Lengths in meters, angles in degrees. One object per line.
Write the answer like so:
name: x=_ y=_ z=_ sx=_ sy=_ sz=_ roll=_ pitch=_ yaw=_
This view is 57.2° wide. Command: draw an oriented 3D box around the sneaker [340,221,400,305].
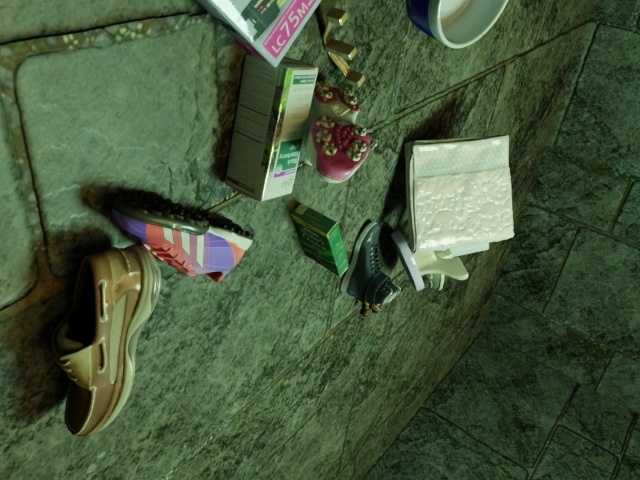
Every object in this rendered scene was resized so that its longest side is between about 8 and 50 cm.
sneaker: x=0.165 y=0.074 z=1.649 sx=0.086 sy=0.163 sz=0.226 roll=-6 pitch=118 yaw=-57

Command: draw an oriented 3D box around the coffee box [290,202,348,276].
coffee box: x=0.000 y=0.000 z=1.348 sx=0.040 sy=0.113 sz=0.184 roll=-48 pitch=151 yaw=-20

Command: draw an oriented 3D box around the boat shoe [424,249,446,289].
boat shoe: x=0.413 y=0.088 z=2.176 sx=0.305 sy=0.091 sz=0.109 roll=78 pitch=10 yaw=-54

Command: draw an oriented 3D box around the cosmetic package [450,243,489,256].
cosmetic package: x=0.455 y=-0.100 z=1.909 sx=0.224 sy=0.138 sz=0.225 roll=62 pitch=16 yaw=-58

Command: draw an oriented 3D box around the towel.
towel: x=0.404 y=-0.137 z=1.684 sx=0.331 sy=0.053 sz=0.317 roll=-8 pitch=100 yaw=-16

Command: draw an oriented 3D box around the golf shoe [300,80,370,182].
golf shoe: x=0.016 y=-0.177 z=1.094 sx=0.306 sy=0.115 sz=0.140 roll=-89 pitch=-159 yaw=-52

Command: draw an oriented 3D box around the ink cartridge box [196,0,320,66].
ink cartridge box: x=-0.099 y=-0.383 z=0.757 sx=0.186 sy=0.065 sz=0.311 roll=-56 pitch=149 yaw=3

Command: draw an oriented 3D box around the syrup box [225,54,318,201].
syrup box: x=-0.088 y=-0.197 z=1.030 sx=0.093 sy=0.096 sz=0.237 roll=-22 pitch=132 yaw=-52

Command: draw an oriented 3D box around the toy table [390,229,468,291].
toy table: x=0.331 y=0.040 z=1.825 sx=0.160 sy=0.252 sz=0.274 roll=-25 pitch=160 yaw=3

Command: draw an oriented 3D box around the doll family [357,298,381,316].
doll family: x=0.168 y=0.189 z=1.857 sx=0.111 sy=0.076 sz=0.193 roll=-63 pitch=157 yaw=-10

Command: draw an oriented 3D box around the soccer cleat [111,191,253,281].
soccer cleat: x=-0.227 y=0.005 z=0.966 sx=0.116 sy=0.108 sz=0.318 roll=-61 pitch=156 yaw=5

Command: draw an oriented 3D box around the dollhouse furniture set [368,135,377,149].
dollhouse furniture set: x=0.086 y=-0.193 z=1.353 sx=0.114 sy=0.081 sz=0.091 roll=-63 pitch=153 yaw=1

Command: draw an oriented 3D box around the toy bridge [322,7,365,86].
toy bridge: x=0.038 y=-0.369 z=1.130 sx=0.026 sy=0.063 sz=0.188 roll=-55 pitch=154 yaw=-14

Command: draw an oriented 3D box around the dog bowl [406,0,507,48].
dog bowl: x=0.323 y=-0.582 z=1.328 sx=0.265 sy=0.104 sz=0.265 roll=-30 pitch=144 yaw=-25

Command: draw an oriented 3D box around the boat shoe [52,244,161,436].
boat shoe: x=-0.347 y=0.153 z=0.887 sx=0.116 sy=0.123 sz=0.324 roll=3 pitch=110 yaw=-49
